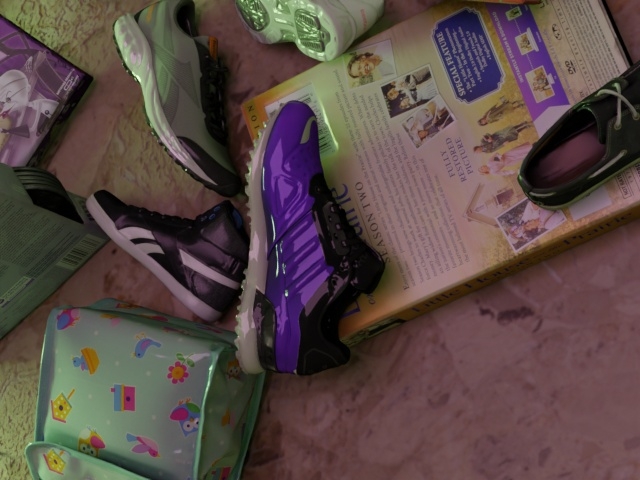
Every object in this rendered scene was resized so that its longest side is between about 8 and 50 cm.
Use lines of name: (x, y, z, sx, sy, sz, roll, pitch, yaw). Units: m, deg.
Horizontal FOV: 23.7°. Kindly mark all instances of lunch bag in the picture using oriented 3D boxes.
lunch bag: (-0.198, 0.215, 1.685, 0.223, 0.160, 0.262, 14, 97, 23)

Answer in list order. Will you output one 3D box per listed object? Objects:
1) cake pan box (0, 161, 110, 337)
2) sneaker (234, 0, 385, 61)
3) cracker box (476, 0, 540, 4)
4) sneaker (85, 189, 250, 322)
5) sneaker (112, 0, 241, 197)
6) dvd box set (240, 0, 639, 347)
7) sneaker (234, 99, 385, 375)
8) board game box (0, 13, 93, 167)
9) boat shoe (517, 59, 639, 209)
cake pan box: (-0.399, 0.025, 1.762, 0.267, 0.246, 0.070, -41, 67, 12)
sneaker: (-0.013, -0.275, 1.749, 0.115, 0.090, 0.232, -28, 41, -28)
cracker box: (0.158, -0.367, 1.588, 0.155, 0.067, 0.232, 9, 102, 24)
sneaker: (-0.162, -0.016, 1.763, 0.217, 0.079, 0.121, 41, 94, 17)
sneaker: (-0.151, -0.172, 1.775, 0.108, 0.100, 0.271, -29, 69, 11)
dvd box set: (0.144, -0.099, 1.646, 0.420, 0.062, 0.308, -26, 70, 17)
sneaker: (0.000, 0.000, 1.607, 0.146, 0.102, 0.293, 4, 87, 19)
board game box: (-0.462, -0.117, 1.893, 0.208, 0.056, 0.347, 34, 95, 9)
boat shoe: (0.294, -0.118, 1.510, 0.233, 0.079, 0.084, -39, 66, 10)
